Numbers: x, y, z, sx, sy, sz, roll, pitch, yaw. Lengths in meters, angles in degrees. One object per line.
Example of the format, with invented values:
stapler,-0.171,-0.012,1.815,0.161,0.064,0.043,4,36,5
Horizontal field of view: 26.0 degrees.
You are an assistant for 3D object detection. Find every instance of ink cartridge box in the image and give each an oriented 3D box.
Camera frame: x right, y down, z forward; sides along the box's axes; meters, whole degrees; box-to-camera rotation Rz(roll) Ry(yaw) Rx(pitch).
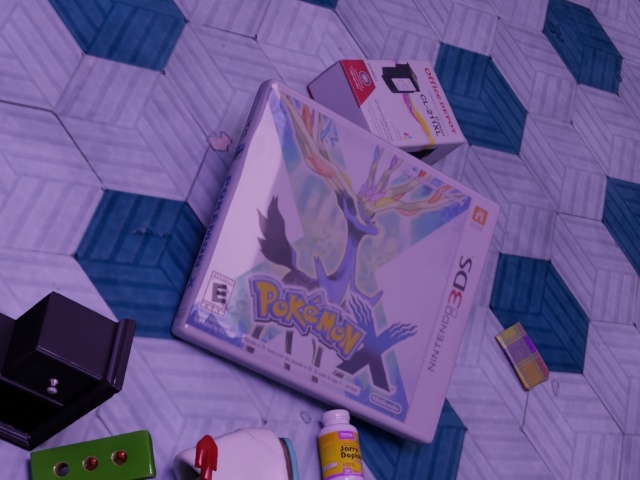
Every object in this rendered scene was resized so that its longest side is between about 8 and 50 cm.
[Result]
ink cartridge box,0.085,-0.160,1.759,0.175,0.072,0.127,-8,70,-46

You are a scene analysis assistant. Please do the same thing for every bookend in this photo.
bookend,-0.268,0.096,1.189,0.156,0.157,0.072,31,46,-27

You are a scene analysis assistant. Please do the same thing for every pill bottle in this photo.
pill bottle,0.021,0.223,1.470,0.043,0.043,0.083,15,55,-38

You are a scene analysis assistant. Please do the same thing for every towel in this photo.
towel,0.259,0.149,1.774,0.060,0.009,0.083,-24,82,-48

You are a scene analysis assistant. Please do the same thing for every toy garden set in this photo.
toy garden set,-0.136,0.287,1.205,0.049,0.204,0.244,76,3,-66

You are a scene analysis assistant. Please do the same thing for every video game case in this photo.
video game case,0.029,0.027,1.519,0.329,0.036,0.299,27,70,-24

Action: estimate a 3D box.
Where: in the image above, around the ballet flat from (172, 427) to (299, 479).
ballet flat,-0.065,0.360,1.256,0.139,0.139,0.400,14,52,-38
